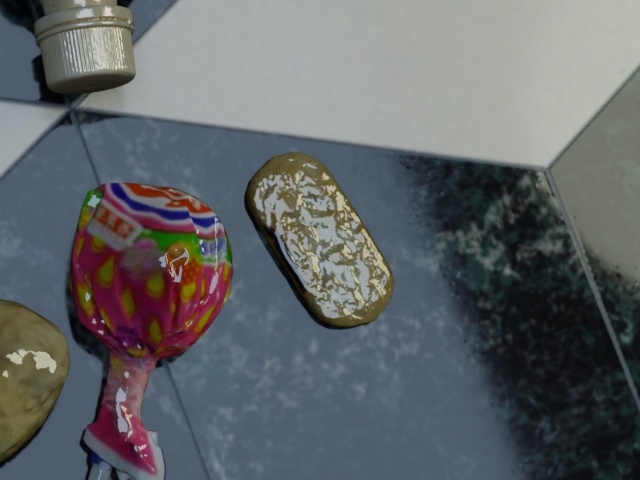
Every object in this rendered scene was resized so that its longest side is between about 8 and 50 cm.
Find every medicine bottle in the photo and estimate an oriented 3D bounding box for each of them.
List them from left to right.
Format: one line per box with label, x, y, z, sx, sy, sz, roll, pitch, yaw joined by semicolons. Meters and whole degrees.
medicine bottle;-0.186;-0.235;1.398;0.114;0.114;0.252;-9;84;-11

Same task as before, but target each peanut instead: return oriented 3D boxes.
peanut;-0.283;0.106;1.321;0.224;0.129;0.129;-7;83;0

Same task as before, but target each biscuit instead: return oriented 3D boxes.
biscuit;0.000;0.000;1.443;0.071;0.018;0.147;-32;87;-15

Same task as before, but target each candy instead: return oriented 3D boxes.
candy;-0.153;0.138;1.366;0.124;0.124;0.365;15;88;-7
